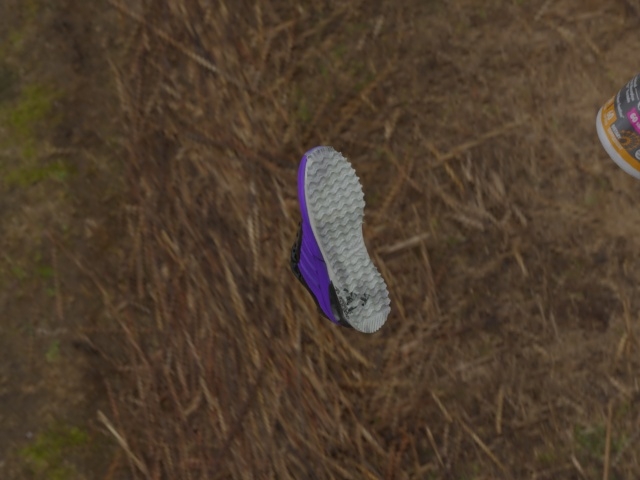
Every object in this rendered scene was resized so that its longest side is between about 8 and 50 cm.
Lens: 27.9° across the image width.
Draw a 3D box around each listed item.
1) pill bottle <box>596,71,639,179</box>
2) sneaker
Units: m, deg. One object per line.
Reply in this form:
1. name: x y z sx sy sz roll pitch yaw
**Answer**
1. pill bottle: 0.574 -0.227 2.004 0.278 0.162 0.162 -47 37 42
2. sneaker: -0.001 0.001 1.957 0.102 0.293 0.146 -25 19 -35
